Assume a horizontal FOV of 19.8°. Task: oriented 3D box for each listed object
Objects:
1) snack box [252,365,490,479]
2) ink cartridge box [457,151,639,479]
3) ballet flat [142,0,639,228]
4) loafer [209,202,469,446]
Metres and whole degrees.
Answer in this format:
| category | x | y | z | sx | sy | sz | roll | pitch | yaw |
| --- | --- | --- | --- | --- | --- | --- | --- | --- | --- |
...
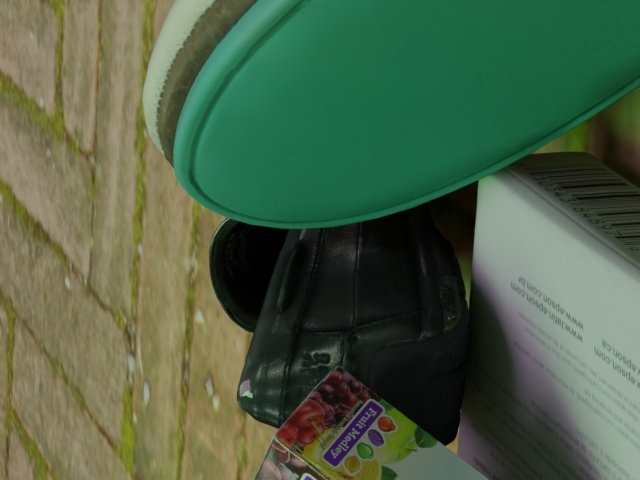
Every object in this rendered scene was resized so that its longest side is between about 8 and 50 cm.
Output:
| category | x | y | z | sx | sy | sz | roll | pitch | yaw |
| --- | --- | --- | --- | --- | --- | --- | --- | --- | --- |
| snack box | 0.017 | 0.113 | 0.556 | 0.100 | 0.037 | 0.141 | 35 | 142 | 9 |
| ink cartridge box | 0.103 | 0.114 | 0.522 | 0.223 | 0.045 | 0.224 | -136 | 45 | -57 |
| ballet flat | 0.076 | -0.131 | 0.448 | 0.400 | 0.139 | 0.139 | -39 | 59 | 53 |
| loafer | 0.000 | 0.000 | 0.645 | 0.223 | 0.078 | 0.076 | -100 | 14 | -65 |
